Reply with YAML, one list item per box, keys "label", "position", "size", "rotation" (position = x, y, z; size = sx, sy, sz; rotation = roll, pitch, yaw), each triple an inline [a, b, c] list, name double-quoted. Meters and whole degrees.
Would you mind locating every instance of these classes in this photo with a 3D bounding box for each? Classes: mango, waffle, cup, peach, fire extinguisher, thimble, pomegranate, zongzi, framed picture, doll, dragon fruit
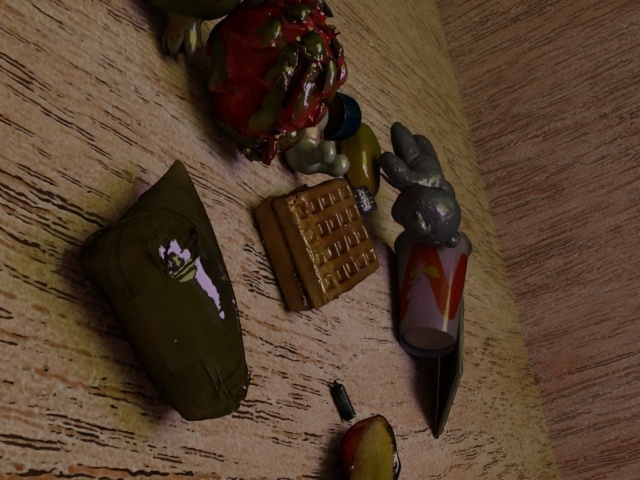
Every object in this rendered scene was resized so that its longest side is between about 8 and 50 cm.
- label: "mango"
  position: [0.099, -0.198, 2.019]
  size: [0.122, 0.086, 0.191]
  rotation: [46, 32, -54]
- label: "waffle"
  position: [0.000, 0.000, 1.611]
  size: [0.224, 0.098, 0.328]
  rotation: [69, 21, -2]
- label: "cup"
  position: [0.268, 0.126, 2.052]
  size: [0.203, 0.203, 0.288]
  rotation: [51, 36, -42]
- label: "peach"
  position: [0.074, 0.410, 1.498]
  size: [0.279, 0.068, 0.189]
  rotation: [16, 66, -67]
- label: "cup"
  position: [0.017, -0.291, 1.861]
  size: [0.138, 0.114, 0.150]
  rotation: [-14, 87, -70]
- label: "fire extinguisher"
  position: [0.039, 0.291, 1.565]
  size: [0.083, 0.025, 0.038]
  rotation: [67, -16, -11]
- label: "thimble"
  position: [0.074, -0.082, 1.852]
  size: [0.104, 0.095, 0.066]
  rotation: [-21, 90, -54]
- label: "pomegranate"
  position: [-0.216, -0.411, 1.349]
  size: [0.179, 0.179, 0.210]
  rotation: [46, 64, -48]
- label: "zongzi"
  position: [-0.167, 0.056, 1.115]
  size: [0.300, 0.145, 0.273]
  rotation: [-77, 147, -64]
- label: "framed picture"
  position: [0.319, 0.304, 2.065]
  size: [0.293, 0.018, 0.231]
  rotation: [-76, 176, -54]
- label: "doll"
  position: [-0.040, -0.245, 1.706]
  size: [0.155, 0.113, 0.274]
  rotation: [16, 51, -61]
- label: "doll"
  position: [0.231, -0.121, 2.028]
  size: [0.246, 0.158, 0.340]
  rotation: [20, 39, -43]
- label: "dragon fruit"
  position: [-0.078, -0.283, 1.451]
  size: [0.231, 0.237, 0.302]
  rotation: [43, 62, -66]
